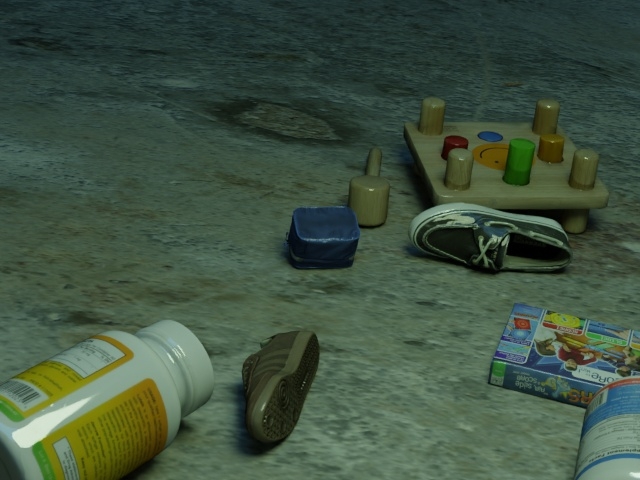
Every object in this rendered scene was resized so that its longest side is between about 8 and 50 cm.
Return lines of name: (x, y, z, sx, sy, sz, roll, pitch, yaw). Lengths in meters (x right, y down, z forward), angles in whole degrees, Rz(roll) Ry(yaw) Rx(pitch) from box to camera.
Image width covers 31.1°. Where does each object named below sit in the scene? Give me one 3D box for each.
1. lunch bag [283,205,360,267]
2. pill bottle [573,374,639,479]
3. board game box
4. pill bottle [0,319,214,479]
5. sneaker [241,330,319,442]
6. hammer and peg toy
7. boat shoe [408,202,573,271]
lunch bag: (0.000, 0.000, 1.524, 0.098, 0.065, 0.067, 0, 45, -9)
pill bottle: (0.301, 0.236, 1.086, 0.124, 0.124, 0.221, 11, 31, 13)
board game box: (0.309, 0.141, 1.342, 0.201, 0.035, 0.136, 13, 31, 16)
pill bottle: (-0.224, 0.170, 1.123, 0.136, 0.136, 0.245, 25, 35, 32)
sneaker: (-0.057, 0.160, 1.254, 0.071, 0.066, 0.188, -4, 21, 20)
hammer and peg toy: (0.212, -0.119, 1.692, 0.361, 0.127, 0.266, 0, 30, -7)
boat shoe: (0.229, 0.000, 1.537, 0.219, 0.078, 0.070, 3, 28, -5)
